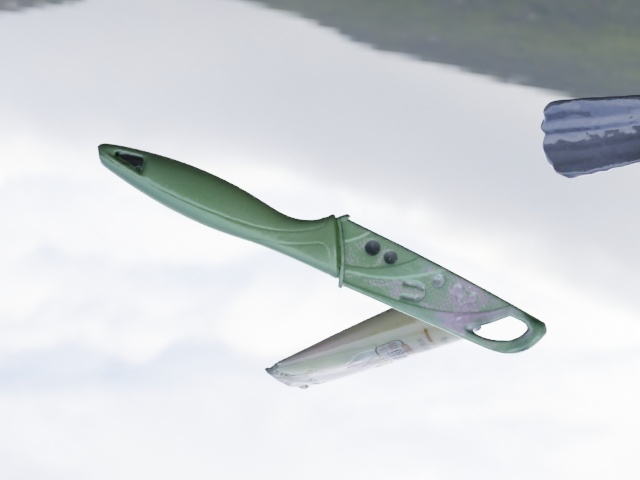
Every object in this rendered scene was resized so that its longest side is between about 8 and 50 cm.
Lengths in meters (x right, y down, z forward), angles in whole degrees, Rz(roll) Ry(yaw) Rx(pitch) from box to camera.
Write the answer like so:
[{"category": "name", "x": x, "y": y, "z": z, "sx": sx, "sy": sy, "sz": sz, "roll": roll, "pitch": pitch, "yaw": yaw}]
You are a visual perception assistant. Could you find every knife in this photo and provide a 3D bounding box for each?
[{"category": "knife", "x": 0.000, "y": 0.000, "z": 0.782, "sx": 0.207, "sy": 0.030, "sz": 0.014, "roll": 25, "pitch": 180, "yaw": 2}]

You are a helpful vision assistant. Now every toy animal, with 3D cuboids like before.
[{"category": "toy animal", "x": 0.317, "y": -0.075, "z": 1.088, "sx": 0.367, "sy": 0.081, "sz": 0.206, "roll": -2, "pitch": 174, "yaw": 5}]

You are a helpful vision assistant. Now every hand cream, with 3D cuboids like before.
[{"category": "hand cream", "x": 0.037, "y": 0.066, "z": 1.187, "sx": 0.143, "sy": 0.039, "sz": 0.061, "roll": -25, "pitch": 159, "yaw": 18}]
